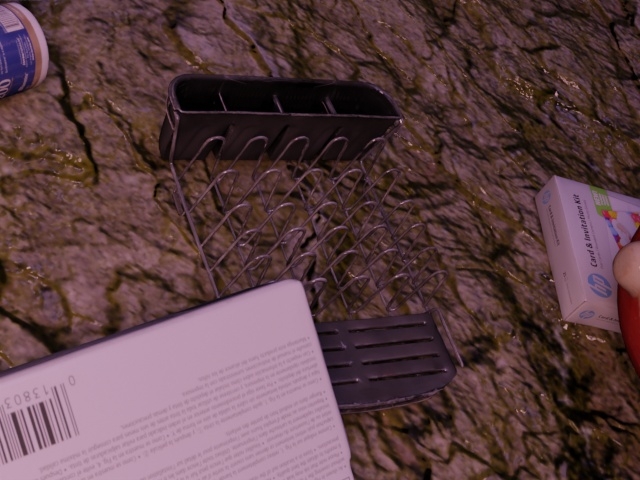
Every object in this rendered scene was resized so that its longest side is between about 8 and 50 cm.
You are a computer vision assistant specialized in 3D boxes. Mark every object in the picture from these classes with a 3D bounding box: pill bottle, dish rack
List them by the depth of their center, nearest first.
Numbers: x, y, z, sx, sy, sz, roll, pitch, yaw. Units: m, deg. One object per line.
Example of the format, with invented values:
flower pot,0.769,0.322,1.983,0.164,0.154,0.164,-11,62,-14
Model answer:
pill bottle,-0.261,-0.126,0.827,0.120,0.067,0.067,-28,72,-43
dish rack,0.000,0.000,0.876,0.208,0.074,0.272,-3,57,-32

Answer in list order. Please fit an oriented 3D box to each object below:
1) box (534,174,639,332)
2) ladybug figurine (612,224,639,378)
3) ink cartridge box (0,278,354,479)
box,0.294,0.024,1.062,0.186,0.038,0.145,13,48,-20
ladybug figurine,0.416,0.080,0.962,0.449,0.162,0.305,22,74,-20
ink cartridge box,-0.091,0.171,0.678,0.275,0.060,0.239,-18,92,-42
